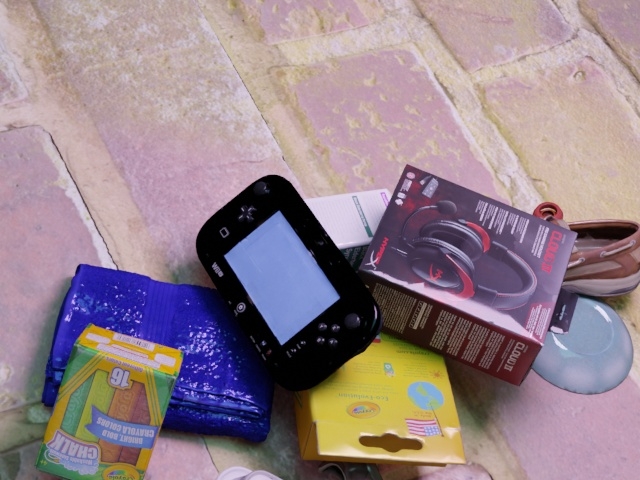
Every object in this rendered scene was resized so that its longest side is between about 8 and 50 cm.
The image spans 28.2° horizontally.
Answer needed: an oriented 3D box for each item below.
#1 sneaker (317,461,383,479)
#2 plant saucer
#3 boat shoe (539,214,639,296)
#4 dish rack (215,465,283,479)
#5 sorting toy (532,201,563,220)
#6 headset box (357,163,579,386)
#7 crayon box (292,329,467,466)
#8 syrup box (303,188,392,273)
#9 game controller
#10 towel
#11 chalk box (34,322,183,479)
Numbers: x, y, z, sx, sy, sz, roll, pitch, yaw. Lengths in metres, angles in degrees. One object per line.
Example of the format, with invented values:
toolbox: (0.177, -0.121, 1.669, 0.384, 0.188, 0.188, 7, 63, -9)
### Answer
sneaker: (0.062, 0.353, 1.654, 0.071, 0.066, 0.188, -20, 54, -18)
plant saucer: (0.387, 0.138, 1.918, 0.195, 0.037, 0.195, 7, 53, -10)
boat shoe: (0.338, 0.016, 1.921, 0.324, 0.116, 0.123, -5, 34, -16)
dish rack: (-0.021, 0.441, 1.467, 0.285, 0.072, 0.333, 35, 44, -30)
sorting toy: (0.347, -0.017, 2.025, 0.102, 0.042, 0.061, -35, 54, -21)
headset box: (0.209, 0.050, 1.756, 0.293, 0.110, 0.218, 23, 51, 5)
crayon box: (0.066, 0.194, 1.715, 0.202, 0.081, 0.318, 6, 39, -12)
syrup box: (0.000, 0.000, 1.872, 0.236, 0.093, 0.096, -7, 56, -21)
game controller: (-0.048, 0.052, 1.694, 0.166, 0.067, 0.319, -34, 53, -2)
towel: (-0.204, 0.144, 1.718, 0.308, 0.076, 0.228, 12, 53, -8)
chalk box: (-0.265, 0.231, 1.572, 0.132, 0.213, 0.132, 17, 7, -4)
